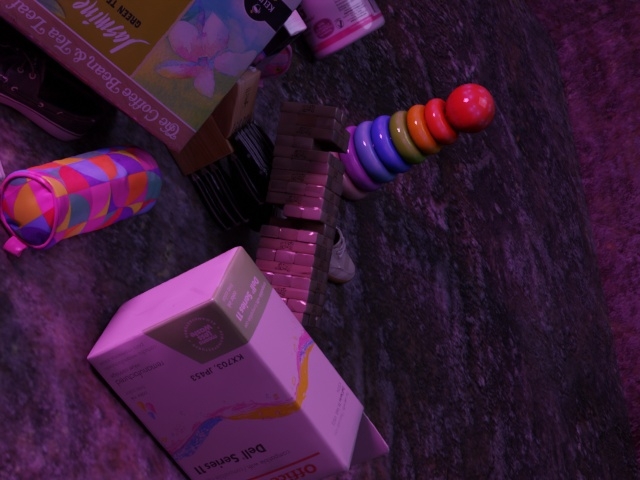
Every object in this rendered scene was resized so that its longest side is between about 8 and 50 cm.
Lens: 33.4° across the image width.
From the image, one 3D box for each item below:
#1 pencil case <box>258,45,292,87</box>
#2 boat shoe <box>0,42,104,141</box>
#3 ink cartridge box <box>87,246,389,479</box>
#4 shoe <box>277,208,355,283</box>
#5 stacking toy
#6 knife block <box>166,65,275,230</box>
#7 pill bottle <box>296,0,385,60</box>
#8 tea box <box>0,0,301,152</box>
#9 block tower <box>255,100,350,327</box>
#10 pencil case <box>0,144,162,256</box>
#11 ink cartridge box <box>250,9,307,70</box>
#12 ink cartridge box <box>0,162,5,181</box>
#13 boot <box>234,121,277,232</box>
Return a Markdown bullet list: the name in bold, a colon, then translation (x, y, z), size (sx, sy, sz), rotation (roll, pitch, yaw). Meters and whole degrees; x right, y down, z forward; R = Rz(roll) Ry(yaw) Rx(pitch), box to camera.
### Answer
- **pencil case**: translation (-0.113, -0.413, 1.890), size (0.124, 0.124, 0.284), rotation (33, 42, -46)
- **boat shoe**: translation (-0.361, -0.199, 1.316), size (0.228, 0.076, 0.080), rotation (38, 38, -42)
- **ink cartridge box**: translation (-0.090, 0.206, 1.322), size (0.353, 0.207, 0.119), rotation (54, 28, -21)
- **shoe**: translation (0.000, 0.000, 1.809), size (0.219, 0.058, 0.076), rotation (43, 35, -36)
- **stacking toy**: translation (0.169, -0.198, 1.970), size (0.141, 0.330, 0.141), rotation (41, 35, -38)
- **knife block**: translation (-0.186, -0.156, 1.606), size (0.275, 0.242, 0.088), rotation (20, 26, 11)
- **pill bottle**: translation (-0.006, -0.515, 2.106), size (0.283, 0.160, 0.160), rotation (61, 28, -9)
- **tea box**: translation (-0.231, -0.350, 1.348), size (0.329, 0.323, 0.220), rotation (38, 1, -41)
- **block tower**: translation (-0.030, -0.029, 1.576), size (0.091, 0.097, 0.335), rotation (27, 73, -71)
- **pencil case**: translation (-0.293, -0.056, 1.304), size (0.236, 0.104, 0.104), rotation (-28, 93, -61)
- **ink cartridge box**: translation (-0.140, -0.372, 1.702), size (0.045, 0.206, 0.208), rotation (-31, 90, -38)
- **ink cartridge box**: translation (-0.426, -0.113, 1.018), size (0.218, 0.092, 0.159), rotation (-7, 78, -64)
- **boot**: translation (-0.078, -0.092, 1.738), size (0.137, 0.077, 0.198), rotation (31, 44, -55)
